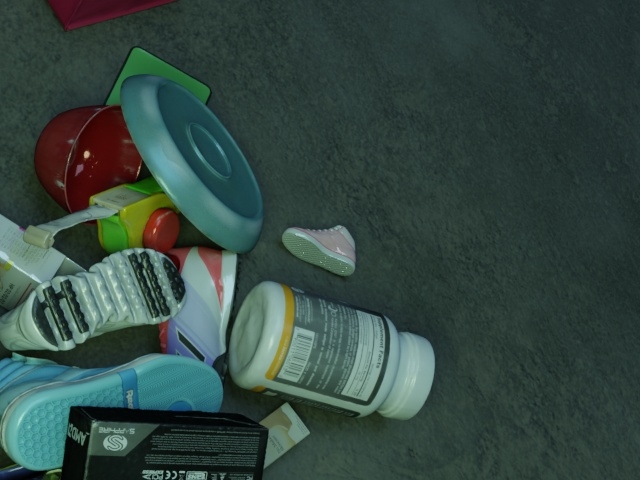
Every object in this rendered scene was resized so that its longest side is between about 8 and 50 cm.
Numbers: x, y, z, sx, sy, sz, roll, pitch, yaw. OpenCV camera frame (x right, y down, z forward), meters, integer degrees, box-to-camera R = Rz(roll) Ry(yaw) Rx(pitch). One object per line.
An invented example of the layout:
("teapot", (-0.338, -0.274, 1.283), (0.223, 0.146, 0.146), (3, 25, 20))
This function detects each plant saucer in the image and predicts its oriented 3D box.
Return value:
("plant saucer", (-0.179, -0.125, 1.854), (0.317, 0.043, 0.317), (49, 18, -21))

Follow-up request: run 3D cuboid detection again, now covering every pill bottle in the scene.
("pill bottle", (0.017, 0.170, 1.826), (0.278, 0.162, 0.162), (18, 54, -23))

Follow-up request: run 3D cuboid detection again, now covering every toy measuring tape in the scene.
("toy measuring tape", (-0.293, -0.006, 1.738), (0.121, 0.121, 0.330), (51, 33, 6))

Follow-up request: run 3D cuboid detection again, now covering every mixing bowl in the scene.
("mixing bowl", (-0.348, -0.120, 1.794), (0.098, 0.181, 0.181), (18, 44, 23))

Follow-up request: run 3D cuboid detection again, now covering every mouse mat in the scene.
("mouse mat", (-0.264, -0.217, 1.992), (0.152, 0.007, 0.190), (29, 52, -14))

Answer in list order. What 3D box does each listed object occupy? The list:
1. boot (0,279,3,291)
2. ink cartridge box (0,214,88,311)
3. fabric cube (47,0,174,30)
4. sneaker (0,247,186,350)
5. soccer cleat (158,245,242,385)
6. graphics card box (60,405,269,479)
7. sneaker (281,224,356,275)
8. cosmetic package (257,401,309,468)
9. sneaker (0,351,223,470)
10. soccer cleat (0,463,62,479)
("boot", (-0.516, 0.017, 1.582), (0.213, 0.165, 0.077), (56, 11, 4))
("ink cartridge box", (-0.416, 0.037, 1.674), (0.181, 0.104, 0.061), (33, 49, -10))
("fabric cube", (-0.334, -0.534, 1.979), (0.254, 0.259, 0.258), (-24, 77, -41))
("sneaker", (-0.300, 0.083, 1.650), (0.292, 0.118, 0.110), (-13, 83, -51))
("soccer cleat", (-0.186, 0.147, 1.765), (0.116, 0.109, 0.318), (9, 56, -5))
("graphics card box", (-0.204, 0.389, 1.482), (0.232, 0.094, 0.371), (6, 93, -28))
("sneaker", (0.000, 0.000, 1.995), (0.134, 0.051, 0.070), (27, 49, -20))
("cosmetic package", (-0.077, 0.287, 1.773), (0.115, 0.041, 0.060), (-34, 83, -41))
("sneaker", (-0.299, 0.196, 1.599), (0.319, 0.208, 0.127), (-3, 100, -42))
("soccer cleat", (-0.311, 0.310, 1.559), (0.289, 0.121, 0.093), (-9, 67, -36))
